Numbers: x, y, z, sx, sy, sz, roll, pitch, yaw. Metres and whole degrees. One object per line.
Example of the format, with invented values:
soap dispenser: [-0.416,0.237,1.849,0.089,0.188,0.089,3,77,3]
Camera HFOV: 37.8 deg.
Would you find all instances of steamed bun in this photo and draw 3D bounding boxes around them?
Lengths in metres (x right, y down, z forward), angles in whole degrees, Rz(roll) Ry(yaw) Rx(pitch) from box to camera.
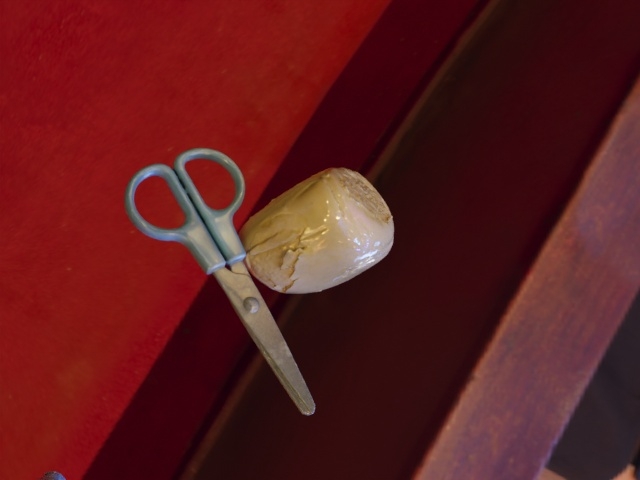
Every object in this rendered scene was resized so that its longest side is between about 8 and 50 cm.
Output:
steamed bun: [0.000,0.000,1.523,0.232,0.273,0.166,-35,81,15]

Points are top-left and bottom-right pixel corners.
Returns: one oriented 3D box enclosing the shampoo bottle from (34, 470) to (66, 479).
shampoo bottle: [-0.551,0.499,1.758,0.103,0.258,0.061,-27,91,8]

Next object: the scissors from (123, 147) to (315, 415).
scissors: [-0.125,0.063,1.395,0.192,0.029,0.447,-25,77,-27]
